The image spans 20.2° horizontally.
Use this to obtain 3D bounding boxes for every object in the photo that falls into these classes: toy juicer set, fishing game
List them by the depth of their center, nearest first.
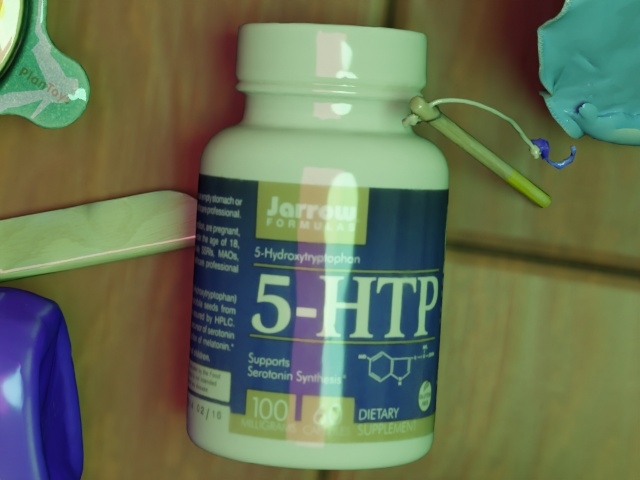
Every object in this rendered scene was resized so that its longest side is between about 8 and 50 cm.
[{"bbox_3d":[0.172,-0.107,0.761,0.264,0.189,0.041,-36,59,21],"label":"fishing game"},{"bbox_3d":[-0.218,-0.088,0.807,0.209,0.089,0.329,-31,93,4],"label":"toy juicer set"}]

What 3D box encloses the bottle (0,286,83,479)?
[{"bbox_3d":[-0.254,0.083,0.814,0.283,0.092,0.118,-3,111,6],"label":"bottle"}]

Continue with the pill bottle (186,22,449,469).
[{"bbox_3d":[0.000,0.000,0.795,0.112,0.112,0.187,3,94,2],"label":"pill bottle"}]
